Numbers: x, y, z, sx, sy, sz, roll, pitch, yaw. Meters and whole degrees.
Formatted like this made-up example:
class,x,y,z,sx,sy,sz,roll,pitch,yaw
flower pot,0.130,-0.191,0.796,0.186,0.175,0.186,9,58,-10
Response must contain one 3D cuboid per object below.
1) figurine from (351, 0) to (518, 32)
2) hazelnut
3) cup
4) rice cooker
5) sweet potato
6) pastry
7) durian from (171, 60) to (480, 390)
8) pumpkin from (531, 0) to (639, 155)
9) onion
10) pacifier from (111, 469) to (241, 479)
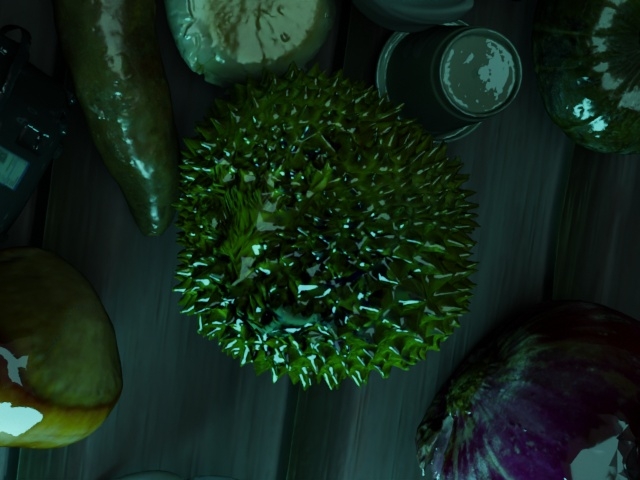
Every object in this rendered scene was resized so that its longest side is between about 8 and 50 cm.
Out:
class,x,y,z,sx,sy,sz,roll,pitch,yaw
figurine,0.112,-0.268,1.161,0.236,0.133,0.176,-33,94,-34
hazelnut,-0.256,0.090,1.126,0.182,0.182,0.182,-2,98,-16
cup,0.119,-0.144,1.212,0.120,0.141,0.120,-2,98,-14
rice cooker,-0.286,-0.081,1.101,0.118,0.142,0.203,30,89,-30
sweet potato,-0.172,-0.140,1.150,0.097,0.097,0.291,-11,102,-15
pastry,-0.061,-0.207,1.177,0.166,0.088,0.166,-2,96,-17
durian,-0.002,0.003,1.137,0.291,0.224,0.291,9,128,11
pumpkin,0.305,-0.192,1.252,0.219,0.162,0.219,-2,98,-12
onion,0.236,0.187,1.248,0.272,0.230,0.256,11,93,-10
pacifier,-0.140,0.343,1.197,0.287,0.238,0.226,-38,137,-13
